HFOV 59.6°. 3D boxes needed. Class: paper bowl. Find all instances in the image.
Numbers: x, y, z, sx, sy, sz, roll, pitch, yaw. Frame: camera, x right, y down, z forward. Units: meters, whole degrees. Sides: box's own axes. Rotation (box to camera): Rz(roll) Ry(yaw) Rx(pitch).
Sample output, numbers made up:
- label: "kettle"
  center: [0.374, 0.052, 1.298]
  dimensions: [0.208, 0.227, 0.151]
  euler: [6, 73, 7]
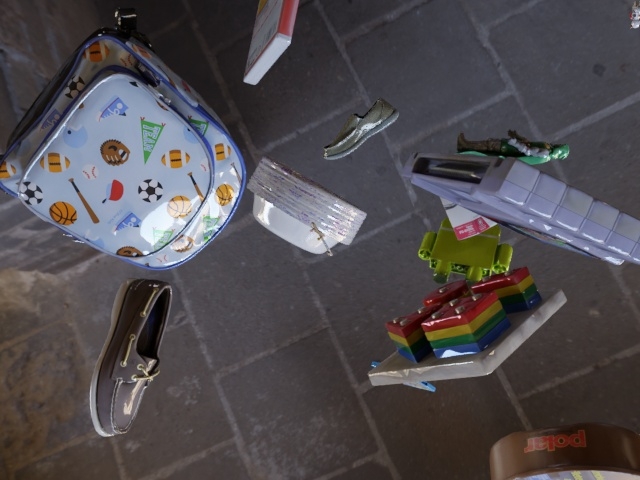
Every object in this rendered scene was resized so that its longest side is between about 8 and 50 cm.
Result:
- label: "paper bowl"
  center: [-0.045, -0.073, 1.325]
  dimensions: [0.284, 0.284, 0.148]
  euler: [32, 95, 14]

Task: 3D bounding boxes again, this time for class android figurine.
- label: "android figurine"
  center: [0.406, 0.021, 1.563]
  dimensions: [0.248, 0.056, 0.273]
  euler: [9, 46, 20]

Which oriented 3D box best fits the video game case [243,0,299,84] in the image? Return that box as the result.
- label: "video game case"
  center: [-0.060, -0.408, 0.870]
  dimensions: [0.025, 0.204, 0.286]
  euler: [12, 84, -20]

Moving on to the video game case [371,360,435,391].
- label: "video game case"
  center: [0.241, 0.395, 1.621]
  dimensions: [0.119, 0.166, 0.015]
  euler: [0, 61, 49]

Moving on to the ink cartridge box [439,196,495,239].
- label: "ink cartridge box"
  center: [0.349, -0.091, 1.329]
  dimensions: [0.063, 0.109, 0.151]
  euler: [-23, 89, 49]

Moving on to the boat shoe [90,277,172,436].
- label: "boat shoe"
  center: [-0.382, 0.237, 1.151]
  dimensions: [0.096, 0.116, 0.325]
  euler: [1, 70, 20]

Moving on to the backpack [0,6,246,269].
- label: "backpack"
  center: [-0.228, -0.097, 0.707]
  dimensions: [0.276, 0.263, 0.213]
  euler: [-46, 36, 11]

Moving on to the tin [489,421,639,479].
- label: "tin"
  center: [0.188, 0.179, 0.394]
  dimensions: [0.106, 0.190, 0.040]
  euler: [-15, 44, 28]

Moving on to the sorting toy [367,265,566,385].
- label: "sorting toy"
  center: [0.229, 0.135, 0.941]
  dimensions: [0.255, 0.257, 0.090]
  euler: [-25, 91, 52]

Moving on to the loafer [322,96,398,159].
- label: "loafer"
  center: [0.103, -0.326, 1.620]
  dimensions: [0.251, 0.094, 0.087]
  euler: [-34, 107, 9]

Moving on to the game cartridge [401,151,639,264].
- label: "game cartridge"
  center: [0.269, -0.053, 0.789]
  dimensions: [0.230, 0.355, 0.068]
  euler: [27, 95, -12]

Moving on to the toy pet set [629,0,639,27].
- label: "toy pet set"
  center: [0.603, -0.391, 0.959]
  dimensions: [0.122, 0.114, 0.065]
  euler: [0, 82, 25]

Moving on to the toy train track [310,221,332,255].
- label: "toy train track"
  center: [0.000, 0.000, 1.116]
  dimensions: [0.014, 0.048, 0.083]
  euler: [-38, 118, -14]

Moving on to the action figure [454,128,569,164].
- label: "action figure"
  center: [0.418, -0.203, 1.219]
  dimensions: [0.232, 0.137, 0.064]
  euler: [8, 115, 17]
